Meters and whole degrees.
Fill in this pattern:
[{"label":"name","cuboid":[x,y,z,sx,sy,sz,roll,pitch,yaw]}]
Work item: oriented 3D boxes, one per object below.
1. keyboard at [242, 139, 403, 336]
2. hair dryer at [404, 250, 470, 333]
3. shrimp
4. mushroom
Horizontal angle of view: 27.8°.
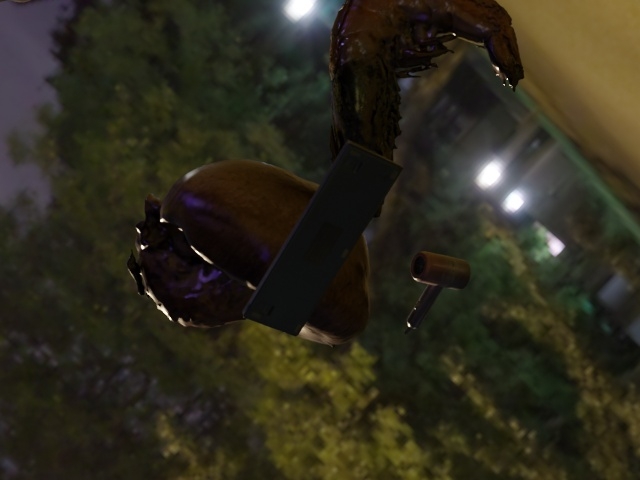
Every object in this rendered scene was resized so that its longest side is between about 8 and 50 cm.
[{"label":"keyboard","cuboid":[0.000,0.001,1.066,0.055,0.176,0.014,23,-160,-23]},{"label":"hair dryer","cuboid":[0.122,0.066,1.514,0.063,0.114,0.037,12,-149,-30]},{"label":"shrimp","cuboid":[0.111,-0.161,1.429,0.222,0.290,0.054,5,170,14]},{"label":"mushroom","cuboid":[-0.077,0.010,1.483,0.283,0.195,0.263,6,168,6]}]
